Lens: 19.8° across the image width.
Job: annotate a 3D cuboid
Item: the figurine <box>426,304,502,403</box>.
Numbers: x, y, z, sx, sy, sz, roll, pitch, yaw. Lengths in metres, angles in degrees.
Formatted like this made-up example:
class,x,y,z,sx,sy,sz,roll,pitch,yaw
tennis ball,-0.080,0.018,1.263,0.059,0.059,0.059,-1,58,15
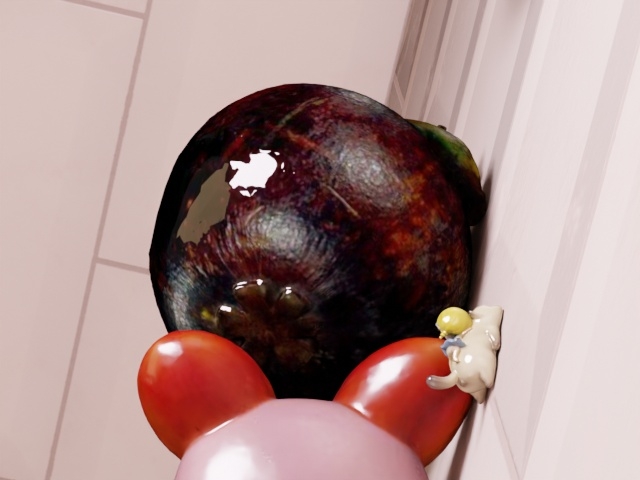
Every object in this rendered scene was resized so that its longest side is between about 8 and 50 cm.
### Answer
class,x,y,z,sx,sy,sz,roll,pitch,yaw
figurine,0.111,0.081,1.412,0.047,0.051,0.083,114,170,-51

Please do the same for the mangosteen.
class,x,y,z,sx,sy,sz,roll,pitch,yaw
mangosteen,-0.004,0.006,1.678,0.330,0.330,0.330,-167,90,-88

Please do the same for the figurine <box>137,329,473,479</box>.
class,x,y,z,sx,sy,sz,roll,pitch,yaw
figurine,-0.011,0.229,1.453,0.211,0.270,0.261,95,174,-53
